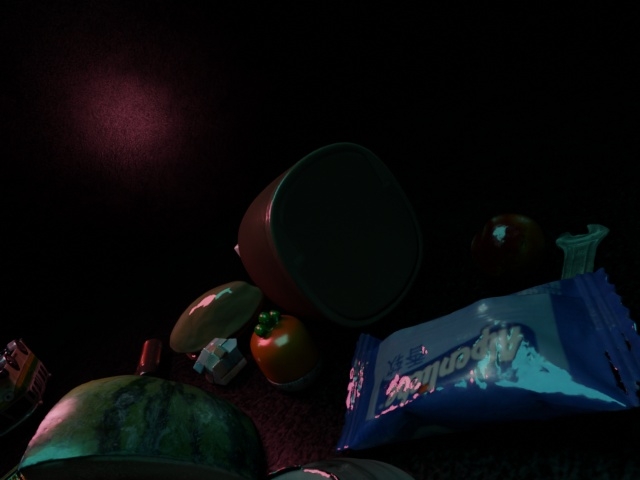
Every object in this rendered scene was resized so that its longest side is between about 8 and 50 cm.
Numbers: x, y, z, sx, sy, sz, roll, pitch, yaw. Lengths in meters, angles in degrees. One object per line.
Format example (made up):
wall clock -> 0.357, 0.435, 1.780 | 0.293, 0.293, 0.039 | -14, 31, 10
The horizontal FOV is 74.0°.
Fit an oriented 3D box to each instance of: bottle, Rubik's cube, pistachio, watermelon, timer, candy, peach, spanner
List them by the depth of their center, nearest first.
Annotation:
candy -> 0.161, 0.132, 0.469 | 0.331, 0.077, 0.187 | -29, 22, 32
spanner -> 0.318, 0.061, 0.527 | 0.071, 0.017, 0.302 | -16, 22, 41
watermelon -> -0.224, 0.300, 0.573 | 0.262, 0.201, 0.213 | 13, 9, -12
peach -> 0.271, 0.011, 0.612 | 0.101, 0.100, 0.100 | -27, 18, 10
timer -> -0.063, 0.166, 0.670 | 0.099, 0.136, 0.136 | -47, 23, -28
Rubik's cube -> -0.193, 0.222, 0.796 | 0.084, 0.073, 0.075 | -18, 21, 29
pistachio -> -0.216, 0.169, 0.909 | 0.226, 0.135, 0.136 | -36, 17, 3
bottle -> -0.388, 0.281, 0.966 | 0.060, 0.060, 0.164 | -33, 18, -9

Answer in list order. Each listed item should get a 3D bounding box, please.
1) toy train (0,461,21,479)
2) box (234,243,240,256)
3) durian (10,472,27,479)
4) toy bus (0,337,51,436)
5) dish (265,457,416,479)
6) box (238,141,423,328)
toy train -> -0.580, 0.465, 0.790 | 0.042, 0.044, 0.209 | -8, 28, 51
box -> -0.099, -0.027, 1.253 | 0.203, 0.116, 0.274 | -23, 18, 19
durian -> -0.382, 0.372, 0.585 | 0.158, 0.136, 0.168 | -33, 8, -15
toy bus -> -0.864, 0.407, 1.173 | 0.143, 0.179, 0.305 | -38, 19, -21
dish -> -0.020, 0.277, 0.357 | 0.260, 0.085, 0.260 | -28, 18, 10
box -> 0.000, 0.000, 0.757 | 0.301, 0.300, 0.216 | -41, 16, -31
